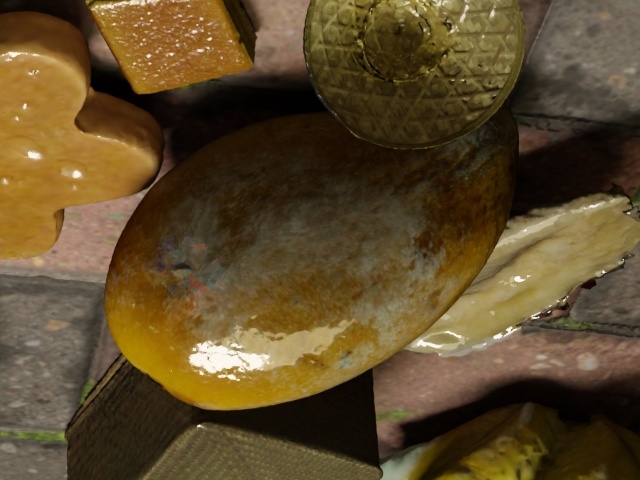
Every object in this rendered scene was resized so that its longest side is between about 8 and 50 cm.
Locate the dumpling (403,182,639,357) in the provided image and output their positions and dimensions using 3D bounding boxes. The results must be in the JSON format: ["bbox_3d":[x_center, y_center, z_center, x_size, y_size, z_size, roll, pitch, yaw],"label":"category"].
[{"bbox_3d":[0.092,0.023,1.451,0.332,0.086,0.166,-15,156,16],"label":"dumpling"}]

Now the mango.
[{"bbox_3d":[0.000,0.000,1.327,0.316,0.192,0.146,-27,165,-1],"label":"mango"}]

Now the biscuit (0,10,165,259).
[{"bbox_3d":[-0.293,-0.064,1.334,0.355,0.052,0.275,-14,145,22],"label":"biscuit"}]

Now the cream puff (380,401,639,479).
[{"bbox_3d":[0.217,0.302,1.678,0.378,0.275,0.378,33,156,17],"label":"cream puff"}]

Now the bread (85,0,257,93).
[{"bbox_3d":[-0.097,-0.142,1.254,0.090,0.035,0.094,-10,144,12],"label":"bread"}]

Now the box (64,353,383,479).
[{"bbox_3d":[-0.091,0.178,1.608,0.184,0.143,0.273,17,139,-24],"label":"box"}]

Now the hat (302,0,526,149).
[{"bbox_3d":[0.057,-0.135,1.256,0.146,0.067,0.146,-2,102,-8],"label":"hat"}]
